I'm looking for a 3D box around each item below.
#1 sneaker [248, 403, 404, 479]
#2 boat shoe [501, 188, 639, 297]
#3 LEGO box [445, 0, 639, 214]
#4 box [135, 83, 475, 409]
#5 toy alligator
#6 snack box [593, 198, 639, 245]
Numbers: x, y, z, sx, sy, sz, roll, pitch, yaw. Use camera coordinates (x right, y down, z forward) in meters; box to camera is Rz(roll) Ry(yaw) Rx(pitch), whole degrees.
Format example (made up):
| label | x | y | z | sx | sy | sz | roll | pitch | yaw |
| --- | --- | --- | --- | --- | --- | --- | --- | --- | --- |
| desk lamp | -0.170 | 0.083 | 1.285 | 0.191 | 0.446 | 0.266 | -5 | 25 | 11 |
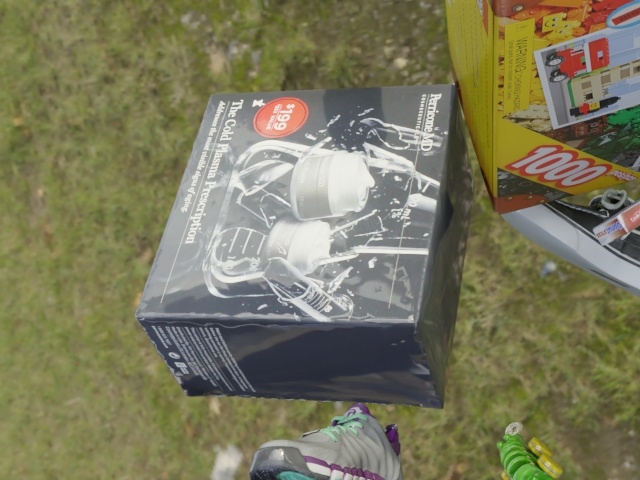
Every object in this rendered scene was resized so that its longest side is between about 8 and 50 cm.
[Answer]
| label | x | y | z | sx | sy | sz | roll | pitch | yaw |
| --- | --- | --- | --- | --- | --- | --- | --- | --- | --- |
| sneaker | 0.008 | 0.188 | 0.969 | 0.083 | 0.223 | 0.098 | -13 | 63 | 26 |
| boat shoe | 0.362 | -0.011 | 1.343 | 0.105 | 0.306 | 0.113 | -64 | 10 | -2 |
| LEGO box | 0.308 | -0.230 | 0.956 | 0.500 | 0.372 | 0.193 | 62 | -166 | -70 |
| box | 0.000 | 0.000 | 1.249 | 0.312 | 0.343 | 0.179 | 0 | 142 | 17 |
| toy alligator | 0.217 | 0.236 | 1.181 | 0.051 | 0.056 | 0.190 | 37 | -170 | -14 |
| snack box | 0.352 | -0.053 | 1.055 | 0.022 | 0.178 | 0.064 | 58 | 168 | 5 |
